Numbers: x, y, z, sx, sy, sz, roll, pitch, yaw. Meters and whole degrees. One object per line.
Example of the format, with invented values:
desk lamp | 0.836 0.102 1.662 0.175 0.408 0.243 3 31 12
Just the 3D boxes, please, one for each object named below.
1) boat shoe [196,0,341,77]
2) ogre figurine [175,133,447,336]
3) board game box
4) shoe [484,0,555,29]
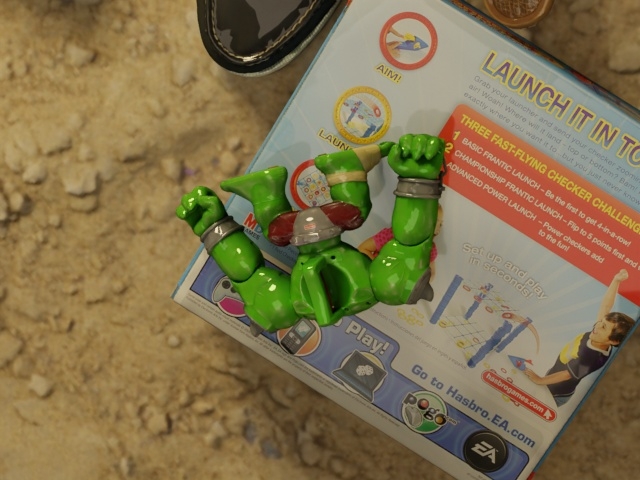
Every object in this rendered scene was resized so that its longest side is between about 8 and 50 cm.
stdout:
boat shoe | -0.005 -0.268 1.183 0.127 0.113 0.340 32 106 0
ogre figurine | 0.000 0.000 1.166 0.197 0.097 0.118 -12 89 0
board game box | 0.095 -0.007 1.243 0.308 0.086 0.302 33 105 0
shoe | 0.139 -0.264 1.197 0.076 0.058 0.219 -1 100 30
